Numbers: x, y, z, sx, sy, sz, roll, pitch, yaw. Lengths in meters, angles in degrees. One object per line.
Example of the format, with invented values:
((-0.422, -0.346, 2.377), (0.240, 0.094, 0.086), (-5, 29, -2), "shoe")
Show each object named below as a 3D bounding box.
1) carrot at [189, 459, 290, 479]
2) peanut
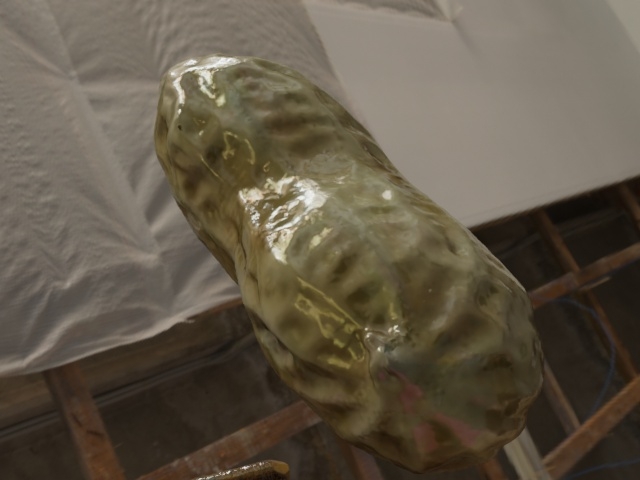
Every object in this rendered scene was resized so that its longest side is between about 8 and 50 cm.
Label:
((-0.124, 0.326, 1.056), (0.171, 0.042, 0.042), (-6, -115, -23), "carrot")
((0.000, 0.000, 0.484), (0.325, 0.140, 0.153), (49, -152, 23), "peanut")
